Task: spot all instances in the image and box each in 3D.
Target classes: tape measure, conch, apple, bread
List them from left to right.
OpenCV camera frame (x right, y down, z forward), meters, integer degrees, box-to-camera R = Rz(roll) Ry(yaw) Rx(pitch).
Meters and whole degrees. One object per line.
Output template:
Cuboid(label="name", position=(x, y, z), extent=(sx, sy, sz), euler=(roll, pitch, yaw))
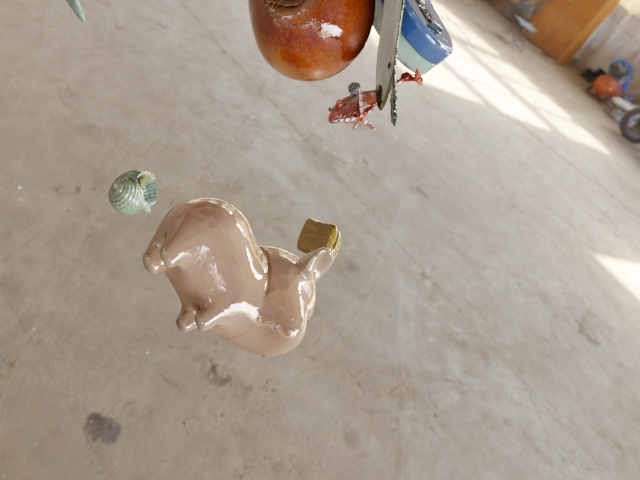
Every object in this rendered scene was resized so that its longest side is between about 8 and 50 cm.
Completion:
Cuboid(label="conch", position=(-0.507, -0.134, 1.718), extent=(0.102, 0.135, 0.153), euler=(27, -4, 5))
Cuboid(label="apple", position=(-0.020, -0.381, 1.027), extent=(0.173, 0.210, 0.234), euler=(-13, 84, -70))
Cuboid(label="bread", position=(0.000, 0.000, 2.017), extent=(0.077, 0.116, 0.200), euler=(27, -4, -29))
Cuboid(label="tape measure", position=(0.142, -0.455, 1.256), extent=(0.351, 0.098, 0.215), euler=(2, 59, -53))

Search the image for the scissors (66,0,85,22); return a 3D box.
Cuboid(label="scissors", position=(-0.393, -0.423, 0.901), extent=(0.256, 0.383, 0.029), euler=(15, 75, -11))

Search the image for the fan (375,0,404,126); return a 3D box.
Cuboid(label="fan", position=(0.111, -0.296, 1.018), extent=(0.011, 0.229, 0.335), euler=(6, 51, -3))

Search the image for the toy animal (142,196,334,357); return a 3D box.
Cuboid(label="toy animal", position=(-0.145, 0.064, 1.117), extent=(0.269, 0.237, 0.326), euler=(-36, 111, -36))

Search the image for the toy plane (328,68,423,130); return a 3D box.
Cuboid(label="toy plane", position=(0.101, -0.289, 1.260), extent=(0.126, 0.194, 0.077), euler=(26, 26, -51))
